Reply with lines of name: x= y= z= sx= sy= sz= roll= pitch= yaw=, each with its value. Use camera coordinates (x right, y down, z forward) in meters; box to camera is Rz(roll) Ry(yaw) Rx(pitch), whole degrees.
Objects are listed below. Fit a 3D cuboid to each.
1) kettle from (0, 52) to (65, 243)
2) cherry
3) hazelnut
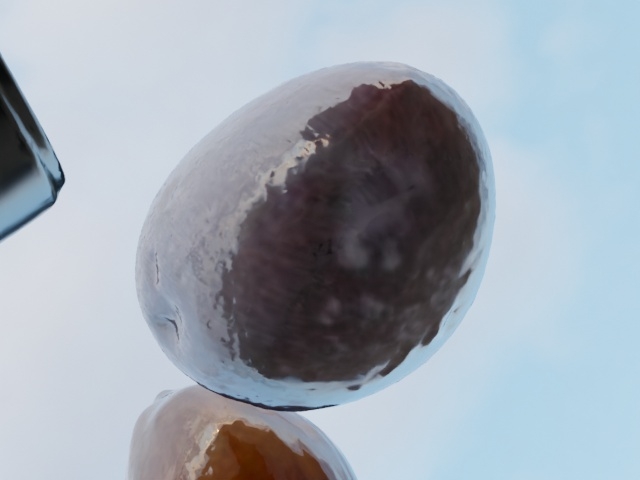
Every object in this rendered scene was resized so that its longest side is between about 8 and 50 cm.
kettle: x=-0.259 y=-0.021 z=0.520 sx=0.308 sy=0.203 sz=0.262 roll=-32 pitch=-16 yaw=-9
cherry: x=0.000 y=0.000 z=0.957 sx=0.213 sy=0.183 sz=0.266 roll=-35 pitch=-19 yaw=-38
hazelnut: x=-0.065 y=0.209 z=1.218 sx=0.210 sy=0.210 sz=0.186 roll=28 pitch=-106 yaw=-38
